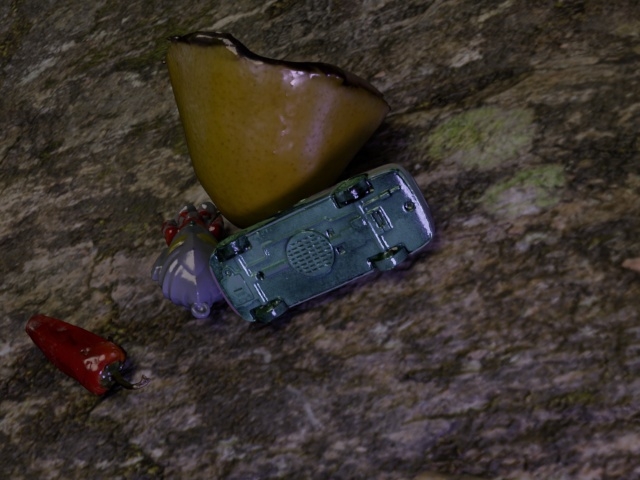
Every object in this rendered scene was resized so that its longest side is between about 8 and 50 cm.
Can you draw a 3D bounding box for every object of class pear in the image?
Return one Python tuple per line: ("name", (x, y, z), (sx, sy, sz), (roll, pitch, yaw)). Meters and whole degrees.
("pear", (-0.056, -0.096, 1.223), (0.267, 0.267, 0.178), (8, 88, 43))

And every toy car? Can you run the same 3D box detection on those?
("toy car", (0.000, 0.000, 1.150), (0.224, 0.090, 0.076), (-24, 16, 21))

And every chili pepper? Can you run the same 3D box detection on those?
("chili pepper", (-0.266, 0.118, 1.287), (0.268, 0.050, 0.059), (22, 86, 48))

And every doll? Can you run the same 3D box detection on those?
("doll", (-0.133, 0.017, 1.260), (0.094, 0.079, 0.180), (-4, 38, -5))
